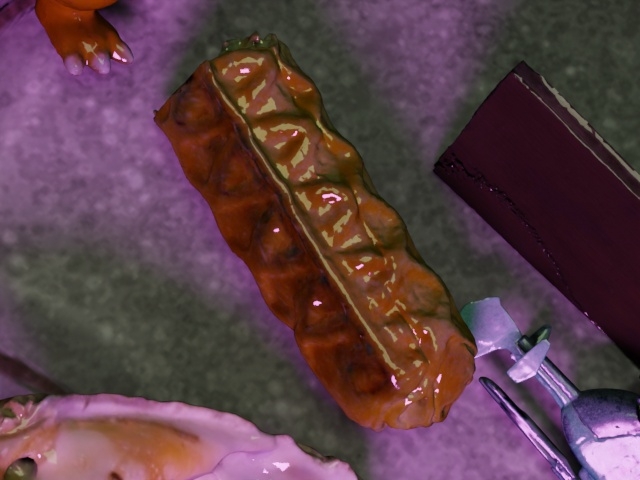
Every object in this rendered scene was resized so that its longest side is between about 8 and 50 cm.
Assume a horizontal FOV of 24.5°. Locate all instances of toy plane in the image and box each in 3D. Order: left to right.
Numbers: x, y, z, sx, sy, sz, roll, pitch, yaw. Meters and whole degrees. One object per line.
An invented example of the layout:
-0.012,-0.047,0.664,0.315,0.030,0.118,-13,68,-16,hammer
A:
0.179,0.120,0.937,0.235,0.060,0.096,46,108,1,toy plane

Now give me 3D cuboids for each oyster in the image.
-0.095,0.185,0.838,0.275,0.100,0.271,-26,87,-44,oyster

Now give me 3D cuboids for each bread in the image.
0.001,-0.001,0.920,0.098,0.087,0.269,-31,82,-16,bread

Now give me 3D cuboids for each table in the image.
0.270,-0.055,0.926,0.282,0.196,0.250,45,74,3,table

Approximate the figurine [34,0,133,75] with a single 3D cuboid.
-0.208,-0.266,0.801,0.401,0.387,0.268,6,51,-12,figurine
